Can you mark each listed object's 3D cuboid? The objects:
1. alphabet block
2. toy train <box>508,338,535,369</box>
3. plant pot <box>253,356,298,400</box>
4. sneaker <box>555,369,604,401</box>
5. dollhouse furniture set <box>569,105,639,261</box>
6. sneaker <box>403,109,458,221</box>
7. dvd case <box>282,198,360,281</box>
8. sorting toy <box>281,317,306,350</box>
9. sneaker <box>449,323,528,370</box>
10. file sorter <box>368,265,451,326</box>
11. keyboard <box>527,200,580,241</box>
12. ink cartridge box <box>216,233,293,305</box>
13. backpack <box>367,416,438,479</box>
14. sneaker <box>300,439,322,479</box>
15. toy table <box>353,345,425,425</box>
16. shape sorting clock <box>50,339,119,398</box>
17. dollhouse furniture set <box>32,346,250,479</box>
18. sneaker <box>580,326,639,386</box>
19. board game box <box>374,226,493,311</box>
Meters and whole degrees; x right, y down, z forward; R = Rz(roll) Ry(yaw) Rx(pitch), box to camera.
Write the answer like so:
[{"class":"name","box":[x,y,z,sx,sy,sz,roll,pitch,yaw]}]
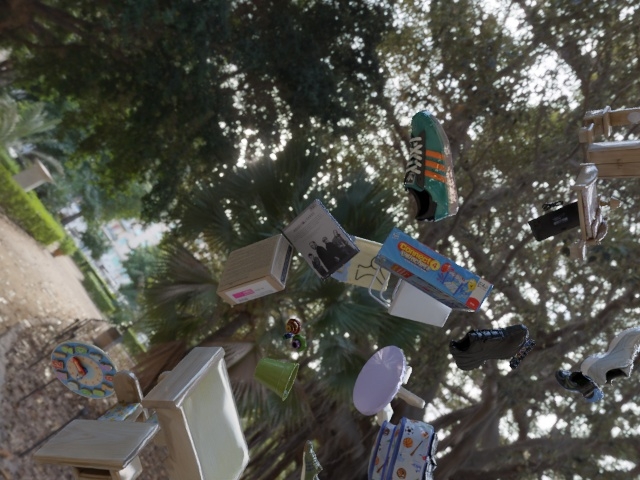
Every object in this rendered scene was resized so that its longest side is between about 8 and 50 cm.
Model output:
[{"class":"alphabet block","box":[0.166,0.087,1.961,0.197,0.192,0.193,16,2,-20]},{"class":"toy train","box":[0.777,0.436,1.846,0.036,0.158,0.027,40,-25,25]},{"class":"plant pot","box":[-0.099,0.290,1.032,0.079,0.083,0.083,20,-30,10]},{"class":"sneaker","box":[0.791,0.430,1.471,0.078,0.067,0.188,64,-4,-4]},{"class":"dollhouse furniture set","box":[0.809,-0.163,1.324,0.174,0.355,0.303,2,-52,40]},{"class":"sneaker","box":[0.281,-0.195,1.292,0.108,0.121,0.302,-167,-120,-72]},{"class":"dvd case","box":[0.000,0.000,1.689,0.238,0.179,0.029,51,21,6]},{"class":"sorting toy","box":[-0.083,0.280,1.399,0.061,0.042,0.101,-14,-91,36]},{"class":"sneaker","box":[0.595,0.365,1.704,0.130,0.286,0.109,52,19,-24]},{"class":"file sorter","box":[0.341,0.171,1.739,0.278,0.192,0.173,18,10,-35]},{"class":"keyboard","box":[0.766,-0.079,1.543,0.108,0.180,0.023,64,13,-4]},{"class":"ink cartridge box","box":[-0.221,0.100,1.632,0.235,0.193,0.088,-19,-50,27]},{"class":"backpack","box":[0.260,0.663,1.460,0.213,0.276,0.263,13,-32,7]},{"class":"sneaker","box":[-0.030,0.941,2.016,0.086,0.064,0.192,9,-79,17]},{"class":"toy table","box":[0.250,0.553,1.794,0.252,0.274,0.161,17,-29,52]},{"class":"shape sorting clock","box":[-0.663,0.367,1.345,0.206,0.040,0.206,6,-64,12]},{"class":"dollhouse furniture set","box":[-0.371,0.365,0.925,0.395,0.362,0.256,-5,-74,19]},{"class":"sneaker","box":[1.030,0.406,1.623,0.099,0.262,0.121,49,3,-18]},{"class":"board game box","box":[0.312,0.093,1.405,0.302,0.086,0.308,31,-4,7]}]
